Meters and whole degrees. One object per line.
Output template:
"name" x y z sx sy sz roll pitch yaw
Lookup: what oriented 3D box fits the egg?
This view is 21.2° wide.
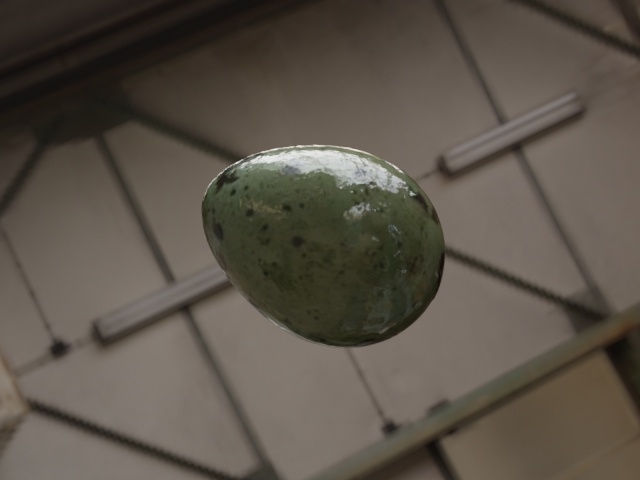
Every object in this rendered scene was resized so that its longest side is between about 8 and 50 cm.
"egg" 0.000 0.000 1.524 0.228 0.177 0.177 20 -33 9
